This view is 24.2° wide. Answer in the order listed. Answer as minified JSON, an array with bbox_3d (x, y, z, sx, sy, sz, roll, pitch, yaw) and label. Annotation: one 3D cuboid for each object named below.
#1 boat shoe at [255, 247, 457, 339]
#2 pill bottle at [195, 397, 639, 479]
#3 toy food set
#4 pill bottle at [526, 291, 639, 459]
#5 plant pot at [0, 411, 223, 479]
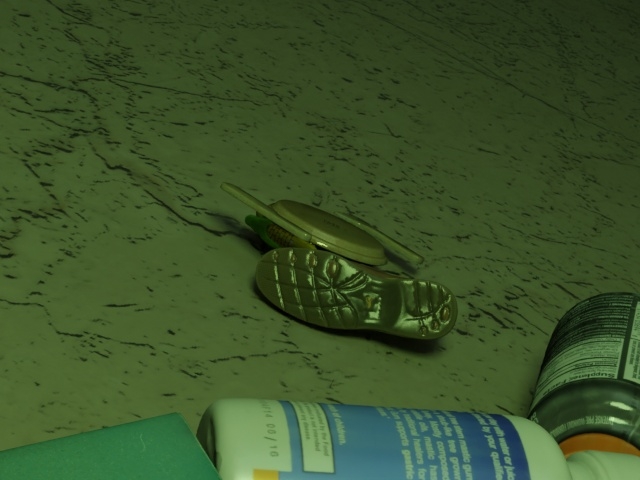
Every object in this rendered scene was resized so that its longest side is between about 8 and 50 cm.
[{"bbox_3d":[0.030,0.051,1.305,0.178,0.064,0.060,13,-7,2],"label":"boat shoe"},{"bbox_3d":[0.062,0.177,0.892,0.272,0.152,0.152,5,29,-11],"label":"pill bottle"},{"bbox_3d":[0.000,0.000,1.384,0.132,0.038,0.192,33,13,39],"label":"toy food set"},{"bbox_3d":[0.228,0.145,1.179,0.130,0.130,0.245,24,27,6],"label":"pill bottle"},{"bbox_3d":[-0.161,0.210,0.746,0.234,0.165,0.165,-3,35,-30],"label":"plant pot"}]
